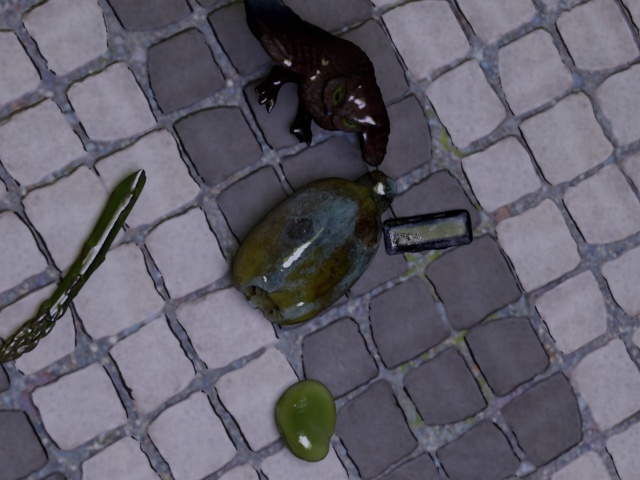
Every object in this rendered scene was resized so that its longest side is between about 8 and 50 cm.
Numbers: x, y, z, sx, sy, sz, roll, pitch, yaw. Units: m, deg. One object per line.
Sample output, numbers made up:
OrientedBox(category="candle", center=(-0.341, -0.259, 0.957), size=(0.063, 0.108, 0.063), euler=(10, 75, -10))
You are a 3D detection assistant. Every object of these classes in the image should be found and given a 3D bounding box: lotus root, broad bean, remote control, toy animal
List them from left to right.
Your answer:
OrientedBox(category="broad bean", center=(-0.014, 0.181, 1.551), size=(0.063, 0.045, 0.083), euler=(2, 78, -13))
OrientedBox(category="lotus root", center=(0.000, 0.000, 1.544), size=(0.192, 0.088, 0.113), euler=(-44, 112, -12))
OrientedBox(category="toy animal", center=(0.017, -0.161, 1.506), size=(0.116, 0.179, 0.218), euler=(-50, 119, -16))
OrientedBox(category="remote control", center=(0.112, -0.009, 1.605), size=(0.096, 0.014, 0.039), euler=(-8, 88, -11))

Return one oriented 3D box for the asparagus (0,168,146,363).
OrientedBox(category="asparagus", center=(-0.239, 0.029, 1.521), size=(0.034, 0.027, 0.236), euler=(39, 80, -27))
